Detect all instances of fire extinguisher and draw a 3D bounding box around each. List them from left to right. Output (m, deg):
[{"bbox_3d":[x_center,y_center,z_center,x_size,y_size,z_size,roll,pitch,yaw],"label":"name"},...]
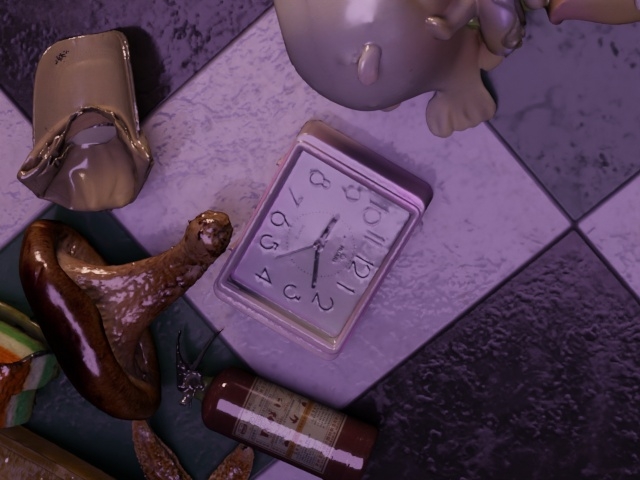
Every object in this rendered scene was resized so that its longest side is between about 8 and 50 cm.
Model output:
[{"bbox_3d":[-0.051,0.166,1.841,0.231,0.071,0.099,25,79,4],"label":"fire extinguisher"}]

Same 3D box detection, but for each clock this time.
[{"bbox_3d":[0.000,0.000,1.786,0.150,0.063,0.197,30,107,0],"label":"clock"}]

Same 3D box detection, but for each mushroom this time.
[{"bbox_3d":[-0.167,0.053,1.785,0.217,0.148,0.227,-25,106,17],"label":"mushroom"}]

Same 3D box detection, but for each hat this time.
[{"bbox_3d":[-0.213,-0.119,1.796,0.147,0.085,0.175,-1,82,21],"label":"hat"}]

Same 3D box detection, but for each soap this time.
[{"bbox_3d":[-0.271,0.268,1.877,0.252,0.037,0.092,26,109,21],"label":"soap"}]

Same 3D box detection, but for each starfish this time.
[{"bbox_3d":[-0.135,0.303,1.889,0.235,0.062,0.277,-6,99,10],"label":"starfish"}]

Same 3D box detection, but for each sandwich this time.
[{"bbox_3d":[-0.406,0.130,1.825,0.292,0.212,0.109,7,121,-6],"label":"sandwich"}]

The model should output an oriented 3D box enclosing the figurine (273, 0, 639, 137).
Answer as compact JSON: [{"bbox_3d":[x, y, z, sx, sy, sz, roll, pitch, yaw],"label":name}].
[{"bbox_3d":[0.160,-0.217,1.668,0.394,0.227,0.274,-13,133,1],"label":"figurine"}]
